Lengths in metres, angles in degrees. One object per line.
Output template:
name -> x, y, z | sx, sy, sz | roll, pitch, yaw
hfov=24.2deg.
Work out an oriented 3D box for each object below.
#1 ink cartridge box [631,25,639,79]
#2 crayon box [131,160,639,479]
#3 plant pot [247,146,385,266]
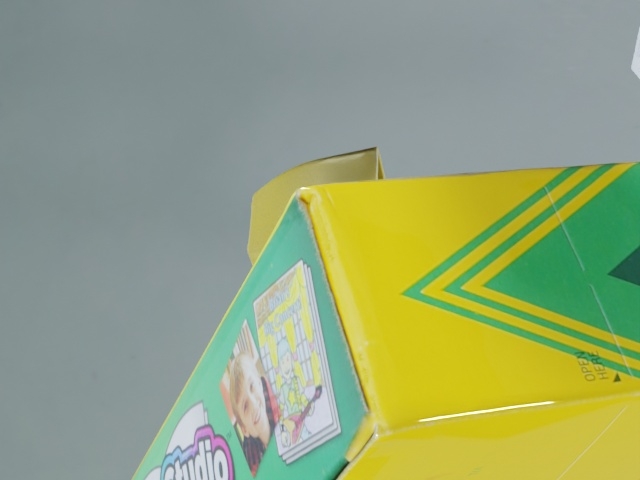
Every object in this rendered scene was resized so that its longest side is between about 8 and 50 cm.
ink cartridge box -> 0.473, -0.155, 1.698 | 0.165, 0.065, 0.333 | 90, 157, -52
crayon box -> 0.083, 0.106, 0.676 | 0.363, 0.313, 0.106 | -59, 44, 50
plant pot -> 0.000, 0.000, 0.926 | 0.083, 0.081, 0.081 | -4, 52, 10
